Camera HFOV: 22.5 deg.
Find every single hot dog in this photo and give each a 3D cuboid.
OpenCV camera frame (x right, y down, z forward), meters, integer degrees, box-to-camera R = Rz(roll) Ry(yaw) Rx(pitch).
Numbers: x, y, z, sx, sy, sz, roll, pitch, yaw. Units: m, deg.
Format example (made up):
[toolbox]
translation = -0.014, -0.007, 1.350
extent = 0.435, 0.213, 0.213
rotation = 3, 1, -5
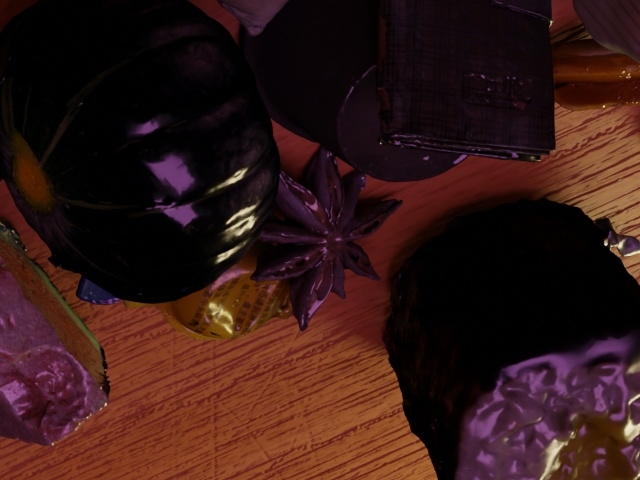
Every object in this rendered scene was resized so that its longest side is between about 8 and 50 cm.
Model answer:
[hot dog]
translation = 0.326, -0.178, 1.634
extent = 0.235, 0.062, 0.092
rotation = -1, 147, 20

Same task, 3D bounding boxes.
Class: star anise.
[star anise]
translation = 0.000, 0.000, 1.694
extent = 0.182, 0.065, 0.195
rotation = 15, 87, -39

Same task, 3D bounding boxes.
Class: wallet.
[wallet]
translation = 0.129, -0.231, 1.434
extent = 0.169, 0.317, 0.044
rotation = 6, 165, -20

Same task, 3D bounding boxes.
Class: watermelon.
[watermelon]
translation = -0.300, 0.085, 1.596
extent = 0.148, 0.226, 0.318
rotation = -39, 148, -21

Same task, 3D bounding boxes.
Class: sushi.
[sushi]
translation = 0.231, 0.134, 1.751
extent = 0.281, 0.294, 0.299
rotation = 7, 125, -19

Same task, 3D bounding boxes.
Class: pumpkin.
[pumpkin]
translation = -0.145, -0.096, 1.458
extent = 0.296, 0.296, 0.296
rotation = -9, 131, -11

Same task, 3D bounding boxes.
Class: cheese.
[cheese]
translation = -0.132, 0.044, 1.704
extent = 0.250, 0.064, 0.156
rotation = 8, 124, -28

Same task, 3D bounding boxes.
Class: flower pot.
[flower pot]
translation = 0.068, -0.163, 1.537
extent = 0.269, 0.166, 0.269
rotation = -8, 130, -10

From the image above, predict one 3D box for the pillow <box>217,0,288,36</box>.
[pillow]
translation = -0.105, -0.322, 1.397
extent = 0.185, 0.075, 0.302
rotation = -44, 125, 17

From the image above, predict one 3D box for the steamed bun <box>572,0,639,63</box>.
[steamed bun]
translation = 0.359, -0.338, 1.444
extent = 0.236, 0.247, 0.383
rotation = -30, 135, -20
